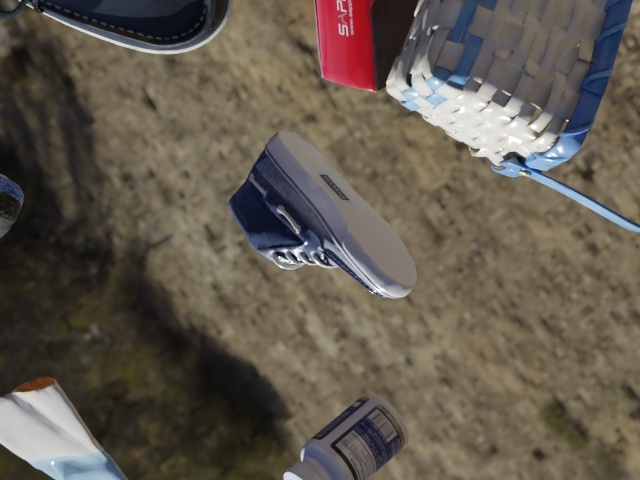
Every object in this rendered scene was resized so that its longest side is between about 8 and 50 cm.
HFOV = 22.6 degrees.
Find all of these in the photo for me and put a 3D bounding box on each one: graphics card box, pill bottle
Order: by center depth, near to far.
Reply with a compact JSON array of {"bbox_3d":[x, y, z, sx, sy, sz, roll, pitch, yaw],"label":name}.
[{"bbox_3d":[0.147,-0.344,1.841,0.094,0.371,0.233,22,129,39],"label":"graphics card box"},{"bbox_3d":[0.033,0.294,2.197,0.094,0.169,0.094,37,148,28],"label":"pill bottle"}]

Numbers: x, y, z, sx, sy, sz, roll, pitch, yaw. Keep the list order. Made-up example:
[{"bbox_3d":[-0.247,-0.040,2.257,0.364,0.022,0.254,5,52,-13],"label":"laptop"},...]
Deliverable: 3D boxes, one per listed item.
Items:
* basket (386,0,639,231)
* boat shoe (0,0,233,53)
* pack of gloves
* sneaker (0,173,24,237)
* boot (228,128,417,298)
[{"bbox_3d":[0.226,-0.171,1.422,0.289,0.255,0.201,23,171,-10],"label":"basket"},{"bbox_3d":[-0.280,-0.305,1.488,0.500,0.187,0.156,33,-155,-37],"label":"boat shoe"},{"bbox_3d":[-0.252,0.186,1.288,0.232,0.195,0.046,64,-163,-45],"label":"pack of gloves"},{"bbox_3d":[-0.343,-0.123,1.288,0.330,0.147,0.130,39,179,29],"label":"sneaker"},{"bbox_3d":[0.000,0.000,1.311,0.086,0.069,0.190,-53,53,22],"label":"boot"}]
